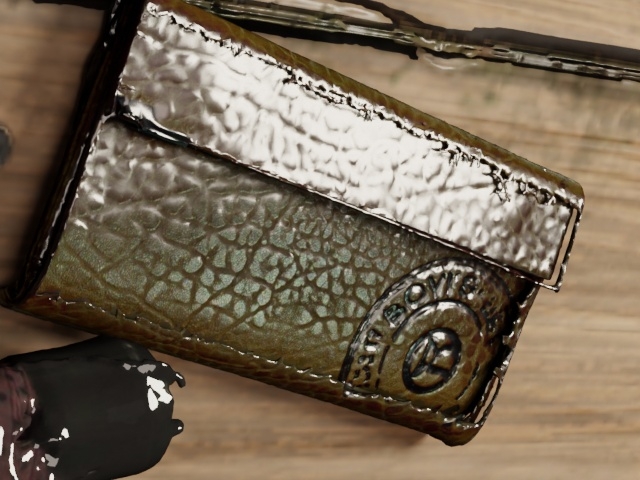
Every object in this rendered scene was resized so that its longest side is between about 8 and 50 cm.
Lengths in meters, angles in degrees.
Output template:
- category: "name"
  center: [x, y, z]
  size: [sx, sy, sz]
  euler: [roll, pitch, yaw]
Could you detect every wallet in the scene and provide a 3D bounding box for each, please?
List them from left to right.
- category: "wallet"
  center: [0.000, 0.000, 0.706]
  size: [0.243, 0.039, 0.133]
  euler: [22, 94, -38]

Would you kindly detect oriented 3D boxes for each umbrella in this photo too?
- category: "umbrella"
  center: [-0.194, 0.082, 0.565]
  size: [0.326, 0.090, 0.094]
  euler: [-14, 110, -32]
